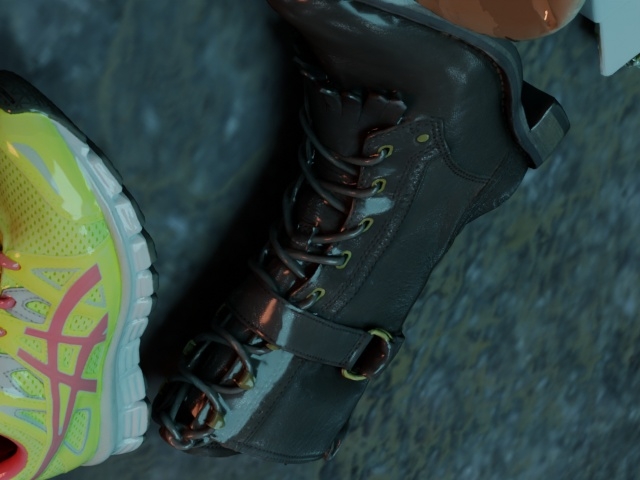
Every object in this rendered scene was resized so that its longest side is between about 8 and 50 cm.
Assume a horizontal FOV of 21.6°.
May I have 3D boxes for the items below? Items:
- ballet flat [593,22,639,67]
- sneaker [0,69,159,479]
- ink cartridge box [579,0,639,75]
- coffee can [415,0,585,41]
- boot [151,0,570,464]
[{"bbox_3d":[0.240,-0.116,0.919,0.241,0.077,0.091,-11,128,-43],"label":"ballet flat"},{"bbox_3d":[-0.120,0.030,0.651,0.094,0.081,0.208,-27,138,-27],"label":"sneaker"},{"bbox_3d":[0.138,-0.176,0.768,0.104,0.060,0.180,-37,142,-19],"label":"ink cartridge box"},{"bbox_3d":[0.115,-0.229,0.575,0.275,0.201,0.201,-40,143,-15],"label":"coffee can"},{"bbox_3d":[0.000,0.000,0.746,0.229,0.091,0.263,-54,146,3],"label":"boot"}]
